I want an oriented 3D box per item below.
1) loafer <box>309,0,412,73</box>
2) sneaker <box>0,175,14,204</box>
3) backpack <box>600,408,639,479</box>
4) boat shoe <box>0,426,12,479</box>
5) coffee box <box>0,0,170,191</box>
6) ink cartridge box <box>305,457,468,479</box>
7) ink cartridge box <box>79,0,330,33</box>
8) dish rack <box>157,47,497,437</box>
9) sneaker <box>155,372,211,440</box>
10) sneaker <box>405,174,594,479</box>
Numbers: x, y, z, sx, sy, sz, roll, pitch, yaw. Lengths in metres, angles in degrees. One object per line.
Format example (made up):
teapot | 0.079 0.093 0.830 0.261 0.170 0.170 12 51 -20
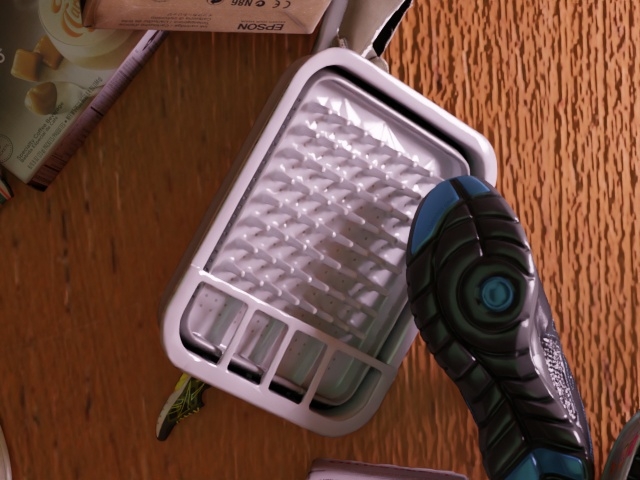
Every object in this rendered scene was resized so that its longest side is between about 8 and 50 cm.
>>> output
loafer | 0.029 -0.158 1.807 0.087 0.094 0.251 18 88 7
sneaker | -0.385 -0.077 1.838 0.161 0.057 0.075 43 84 0
backpack | 0.387 0.254 1.728 0.253 0.191 0.225 20 81 -6
boat shoe | -0.425 0.156 1.829 0.099 0.116 0.319 -33 95 44
coffee box | -0.259 -0.188 1.816 0.141 0.098 0.246 39 89 3
ink cartridge box | 0.060 0.270 1.729 0.160 0.219 0.092 6 91 3
ink cartridge box | -0.119 -0.298 1.750 0.234 0.088 0.193 0 61 -21
dish rack | 0.000 0.000 1.757 0.285 0.072 0.333 29 90 -38
sneaker | -0.136 0.165 1.832 0.035 0.031 0.083 28 89 2
sneaker | 0.172 0.105 1.775 0.125 0.139 0.341 -16 87 12
